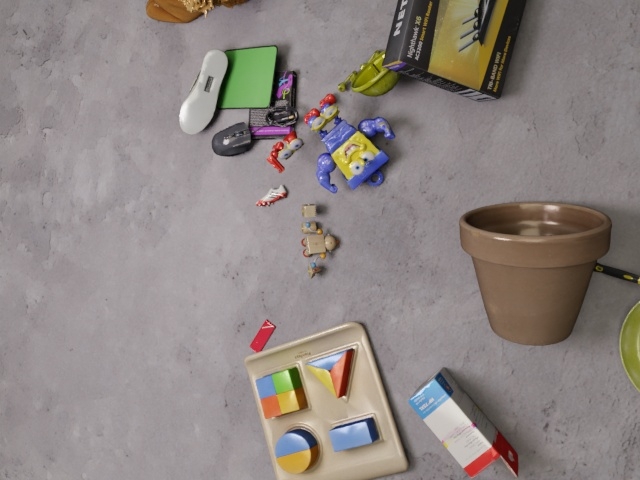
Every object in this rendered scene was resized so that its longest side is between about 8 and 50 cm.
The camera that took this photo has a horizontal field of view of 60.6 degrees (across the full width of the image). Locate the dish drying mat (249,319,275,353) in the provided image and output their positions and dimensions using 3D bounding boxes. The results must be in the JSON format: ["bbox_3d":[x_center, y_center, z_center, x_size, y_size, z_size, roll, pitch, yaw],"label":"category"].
[{"bbox_3d":[-0.143,0.236,1.341,0.032,0.008,0.083,35,101,17],"label":"dish drying mat"}]

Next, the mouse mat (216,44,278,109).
[{"bbox_3d":[-0.183,-0.398,1.345,0.189,0.007,0.153,10,93,35],"label":"mouse mat"}]

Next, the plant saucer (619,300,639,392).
[{"bbox_3d":[0.669,0.199,0.978,0.240,0.037,0.241,-2,87,48],"label":"plant saucer"}]

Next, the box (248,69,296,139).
[{"bbox_3d":[-0.117,-0.327,1.332,0.115,0.029,0.162,3,92,22],"label":"box"}]

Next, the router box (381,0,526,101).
[{"bbox_3d":[0.278,-0.463,1.088,0.242,0.081,0.309,12,94,-20],"label":"router box"}]

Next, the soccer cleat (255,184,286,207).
[{"bbox_3d":[-0.121,-0.107,1.331,0.083,0.029,0.036,-22,73,16],"label":"soccer cleat"}]

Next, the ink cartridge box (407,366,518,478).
[{"bbox_3d":[0.291,0.379,1.106,0.078,0.134,0.231,-44,74,14],"label":"ink cartridge box"}]

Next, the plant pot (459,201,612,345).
[{"bbox_3d":[0.395,0.064,1.035,0.262,0.263,0.230,2,108,21],"label":"plant pot"}]

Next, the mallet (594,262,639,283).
[{"bbox_3d":[0.596,0.085,1.013,0.189,0.039,0.063,12,100,52],"label":"mallet"}]

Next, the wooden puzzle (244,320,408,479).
[{"bbox_3d":[-0.004,0.394,1.247,0.321,0.080,0.348,-22,82,19],"label":"wooden puzzle"}]

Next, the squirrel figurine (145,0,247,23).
[{"bbox_3d":[-0.344,-0.674,1.242,0.396,0.370,0.281,24,97,19],"label":"squirrel figurine"}]

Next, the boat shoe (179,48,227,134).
[{"bbox_3d":[-0.289,-0.371,1.377,0.077,0.070,0.220,24,98,-15],"label":"boat shoe"}]

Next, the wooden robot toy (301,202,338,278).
[{"bbox_3d":[0.000,0.000,1.275,0.078,0.076,0.174,-6,86,-15],"label":"wooden robot toy"}]

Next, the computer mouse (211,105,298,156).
[{"bbox_3d":[-0.163,-0.264,1.312,0.241,0.041,0.071,-21,81,20],"label":"computer mouse"}]

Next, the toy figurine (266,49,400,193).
[{"bbox_3d":[0.082,-0.228,1.225,0.362,0.191,0.217,-41,107,6],"label":"toy figurine"}]
